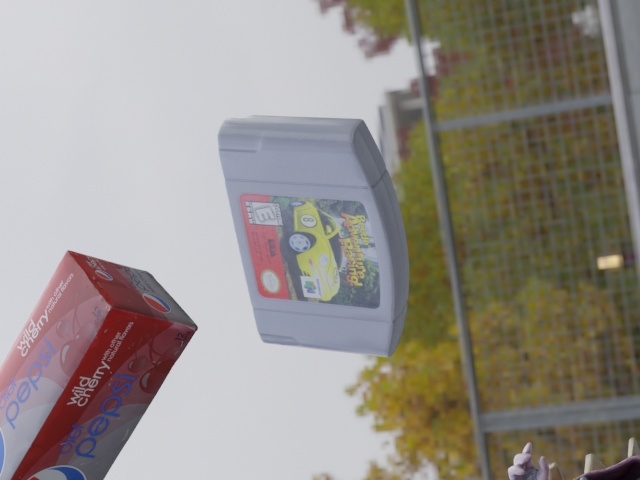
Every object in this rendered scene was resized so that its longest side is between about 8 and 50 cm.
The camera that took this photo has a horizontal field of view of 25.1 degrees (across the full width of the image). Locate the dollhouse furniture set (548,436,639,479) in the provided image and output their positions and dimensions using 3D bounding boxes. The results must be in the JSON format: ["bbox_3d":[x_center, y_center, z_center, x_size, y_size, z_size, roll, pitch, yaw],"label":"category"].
[{"bbox_3d":[0.268,0.379,1.651,0.135,0.262,0.259,58,-156,-15],"label":"dollhouse furniture set"}]

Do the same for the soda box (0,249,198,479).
[{"bbox_3d":[-0.211,0.142,1.137,0.092,0.263,0.083,18,-160,-45],"label":"soda box"}]

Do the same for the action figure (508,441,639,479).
[{"bbox_3d":[0.307,0.277,1.272,0.370,0.248,0.276,4,-118,-54],"label":"action figure"}]

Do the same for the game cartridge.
[{"bbox_3d":[0.000,0.000,1.626,0.060,0.196,0.294,-56,-38,-52],"label":"game cartridge"}]
